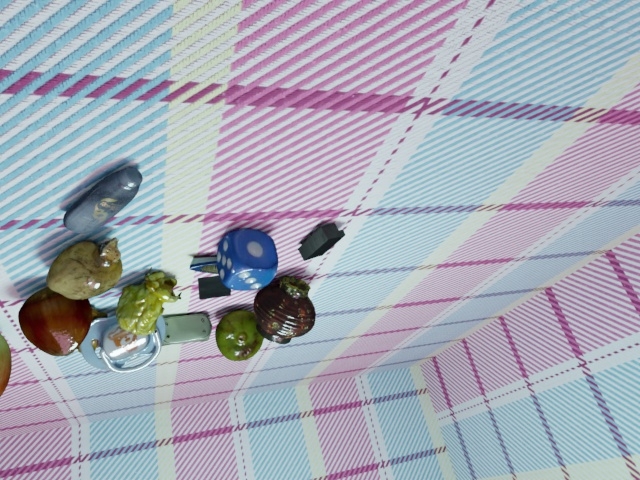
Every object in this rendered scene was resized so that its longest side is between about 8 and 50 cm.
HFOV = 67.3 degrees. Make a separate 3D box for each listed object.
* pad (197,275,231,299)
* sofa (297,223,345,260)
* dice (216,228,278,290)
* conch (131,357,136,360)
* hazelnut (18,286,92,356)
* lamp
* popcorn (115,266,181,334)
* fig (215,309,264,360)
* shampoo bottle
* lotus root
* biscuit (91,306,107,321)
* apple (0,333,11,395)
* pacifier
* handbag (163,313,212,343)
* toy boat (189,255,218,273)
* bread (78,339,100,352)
[{"bbox_3d":[-0.369,0.165,1.684,0.116,0.004,0.193,-5,153,-16],"label":"pad"},{"bbox_3d":[0.000,0.000,1.501,0.085,0.060,0.147,-14,160,-41],"label":"sofa"},{"bbox_3d":[-0.213,0.056,1.396,0.146,0.143,0.146,4,145,-31],"label":"dice"},{"bbox_3d":[-0.762,0.433,1.955,0.104,0.094,0.176,-31,179,3],"label":"conch"},{"bbox_3d":[-0.765,0.239,1.404,0.208,0.208,0.208,-12,154,-6],"label":"hazelnut"},{"bbox_3d":[-0.126,0.246,1.731,0.247,0.247,0.247,-12,154,-6],"label":"lamp"},{"bbox_3d":[-0.536,0.195,1.484,0.195,0.168,0.173,-32,113,12],"label":"popcorn"},{"bbox_3d":[-0.323,0.372,1.928,0.203,0.203,0.225,-9,-174,-10],"label":"fig"},{"bbox_3d":[-0.484,-0.088,1.076,0.234,0.049,0.087,-30,152,28],"label":"shampoo bottle"},{"bbox_3d":[-0.613,0.084,1.253,0.257,0.140,0.154,-24,146,32],"label":"lotus root"},{"bbox_3d":[-0.835,0.265,1.612,0.205,0.031,0.138,-17,160,1],"label":"biscuit"},{"bbox_3d":[-1.124,0.406,1.469,0.319,0.277,0.319,-13,155,-6],"label":"apple"},{"bbox_3d":[-0.687,0.335,1.688,0.279,0.227,0.207,-23,-158,-22],"label":"pacifier"},{"bbox_3d":[-0.555,0.391,1.928,0.241,0.109,0.315,-2,155,-22],"label":"handbag"},{"bbox_3d":[-0.301,0.077,1.498,0.229,0.046,0.080,7,148,-36],"label":"toy boat"},{"bbox_3d":[-0.875,0.361,1.726,0.225,0.081,0.134,-2,152,-25],"label":"bread"}]
